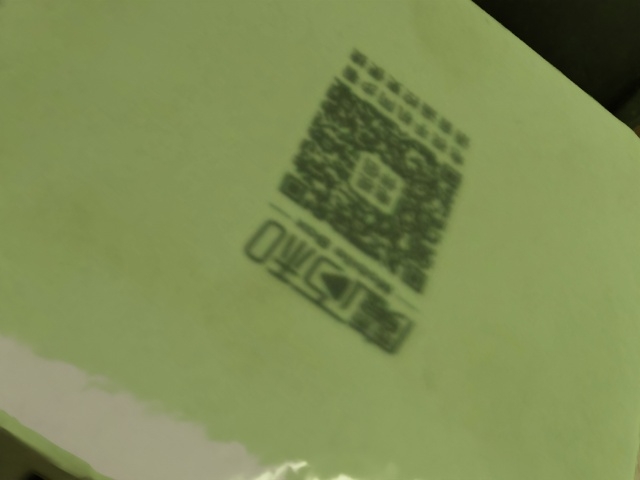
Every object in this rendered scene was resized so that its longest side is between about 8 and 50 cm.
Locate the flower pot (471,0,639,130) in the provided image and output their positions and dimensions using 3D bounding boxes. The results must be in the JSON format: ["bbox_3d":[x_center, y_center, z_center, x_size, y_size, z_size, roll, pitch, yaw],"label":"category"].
[{"bbox_3d":[0.174,-0.259,0.934,0.251,0.379,0.379,31,49,-15],"label":"flower pot"}]

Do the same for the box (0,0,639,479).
[{"bbox_3d":[0.000,0.000,0.512,0.367,0.090,0.373,35,50,-14],"label":"box"}]

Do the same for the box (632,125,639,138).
[{"bbox_3d":[0.377,-0.143,1.143,0.216,0.301,0.301,64,36,-24],"label":"box"}]
